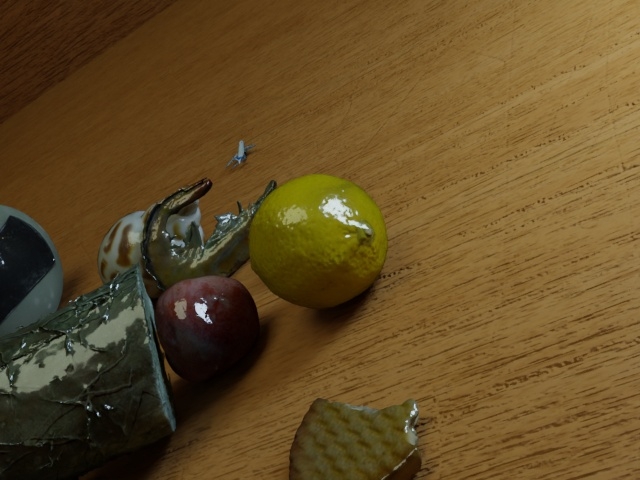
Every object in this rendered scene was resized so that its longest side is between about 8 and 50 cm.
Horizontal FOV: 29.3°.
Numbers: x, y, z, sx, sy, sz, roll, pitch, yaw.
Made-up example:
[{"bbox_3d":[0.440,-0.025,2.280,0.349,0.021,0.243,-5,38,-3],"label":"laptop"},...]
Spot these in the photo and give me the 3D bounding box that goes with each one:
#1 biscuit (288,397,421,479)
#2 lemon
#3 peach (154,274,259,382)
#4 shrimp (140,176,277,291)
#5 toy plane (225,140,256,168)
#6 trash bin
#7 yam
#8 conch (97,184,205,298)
[{"bbox_3d":[0.038,0.225,1.359,0.176,0.031,0.228,-39,22,8],"label":"biscuit"},{"bbox_3d":[0.000,0.000,1.613,0.203,0.178,0.178,-14,38,51],"label":"lemon"},{"bbox_3d":[-0.159,0.132,1.714,0.152,0.152,0.152,-35,25,19],"label":"peach"},{"bbox_3d":[-0.182,-0.023,1.962,0.253,0.173,0.058,-51,-1,-2],"label":"shrimp"},{"bbox_3d":[-0.150,-0.164,2.306,0.078,0.024,0.084,-34,19,22],"label":"toy plane"},{"bbox_3d":[-0.713,0.097,2.461,0.432,0.280,0.280,-19,33,49],"label":"trash bin"},{"bbox_3d":[-0.359,0.208,1.671,0.348,0.241,0.241,-25,23,-7],"label":"yam"},{"bbox_3d":[-0.280,0.013,2.060,0.275,0.149,0.183,-30,24,25],"label":"conch"}]
